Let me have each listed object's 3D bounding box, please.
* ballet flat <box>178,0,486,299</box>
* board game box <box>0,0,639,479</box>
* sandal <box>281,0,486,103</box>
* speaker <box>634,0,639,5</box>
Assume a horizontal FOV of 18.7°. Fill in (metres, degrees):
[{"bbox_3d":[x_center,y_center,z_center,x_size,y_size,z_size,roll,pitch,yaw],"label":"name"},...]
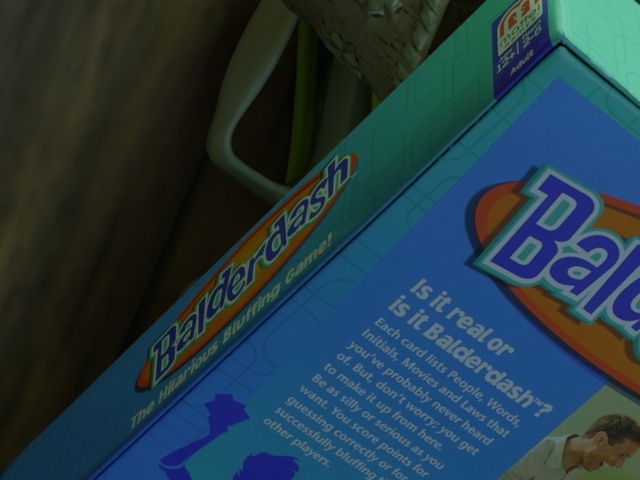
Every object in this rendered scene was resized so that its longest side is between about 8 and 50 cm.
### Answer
[{"bbox_3d":[0.000,0.000,0.563,0.077,0.077,0.231,13,85,-28],"label":"ballet flat"},{"bbox_3d":[0.041,0.054,0.459,0.160,0.047,0.210,36,121,-20],"label":"board game box"},{"bbox_3d":[0.027,-0.082,0.513,0.079,0.088,0.240,-7,82,9],"label":"sandal"},{"bbox_3d":[0.202,-0.081,0.638,0.296,0.131,0.131,-18,107,-27],"label":"speaker"}]
